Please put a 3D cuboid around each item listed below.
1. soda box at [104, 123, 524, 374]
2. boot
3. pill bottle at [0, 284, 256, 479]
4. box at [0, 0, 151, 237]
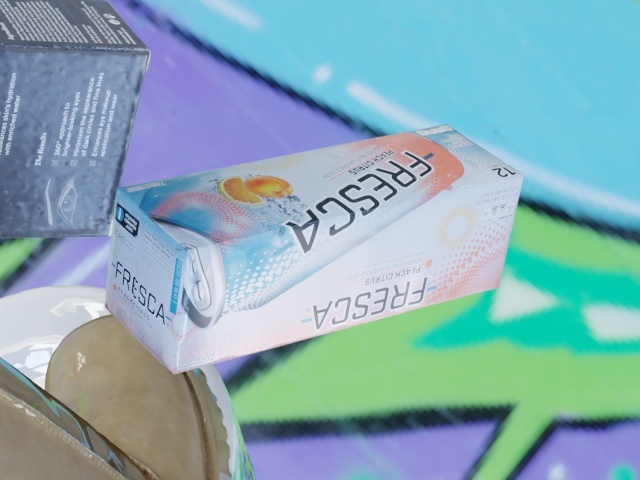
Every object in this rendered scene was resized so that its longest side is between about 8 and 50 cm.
[{"bbox_3d":[0.000,0.000,0.808,0.058,0.183,0.063,38,130,41],"label":"soda box"},{"bbox_3d":[-0.132,0.081,0.844,0.269,0.089,0.236,44,-165,-52],"label":"boot"},{"bbox_3d":[-0.131,0.195,1.170,0.204,0.204,0.361,34,160,22],"label":"pill bottle"},{"bbox_3d":[-0.222,-0.089,1.333,0.093,0.158,0.156,50,132,48],"label":"box"}]
